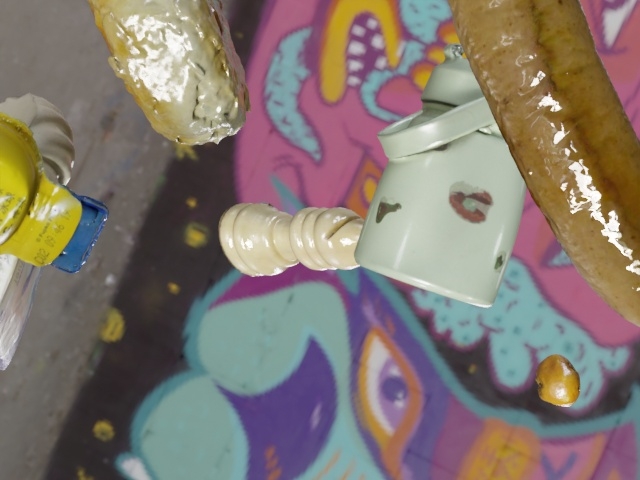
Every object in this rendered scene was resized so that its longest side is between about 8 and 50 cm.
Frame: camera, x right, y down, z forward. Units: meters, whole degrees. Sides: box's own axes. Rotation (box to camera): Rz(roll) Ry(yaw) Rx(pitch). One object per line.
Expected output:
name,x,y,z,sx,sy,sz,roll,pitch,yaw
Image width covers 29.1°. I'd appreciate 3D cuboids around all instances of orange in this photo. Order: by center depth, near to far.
orange,0.369,0.220,1.929,0.086,0.062,0.086,176,-90,-72

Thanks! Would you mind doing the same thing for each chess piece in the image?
chess piece,0.000,0.000,1.913,0.124,0.307,0.139,-45,124,-41

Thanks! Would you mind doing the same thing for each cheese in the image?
cheese,-0.337,-0.039,1.275,0.270,0.069,0.177,26,92,-43

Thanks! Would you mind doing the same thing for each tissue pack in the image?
tissue pack,-0.557,0.071,2.092,0.344,0.125,0.242,122,-14,-70

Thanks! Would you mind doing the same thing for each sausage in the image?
sausage,0.242,-0.126,1.233,0.136,0.501,0.123,-28,-174,-37

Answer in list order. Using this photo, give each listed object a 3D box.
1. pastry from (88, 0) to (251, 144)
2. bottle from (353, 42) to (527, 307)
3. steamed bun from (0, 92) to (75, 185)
pastry,-0.180,-0.251,1.430,0.329,0.136,0.330,-19,90,-87
bottle,0.184,-0.103,1.680,0.229,0.229,0.352,6,103,-77
steamed bun,-0.365,-0.080,1.439,0.106,0.183,0.183,50,59,-39
